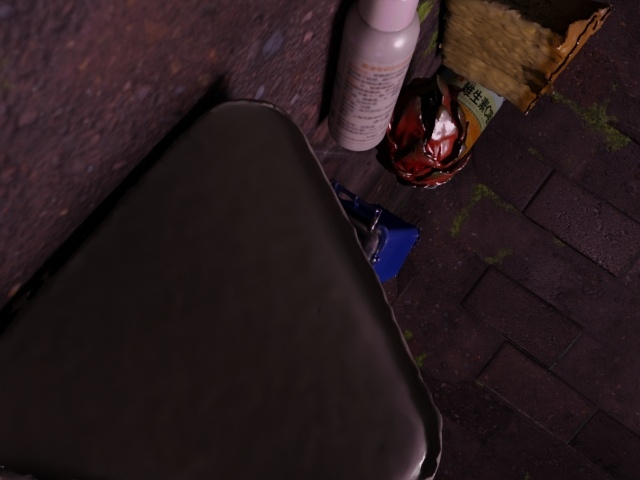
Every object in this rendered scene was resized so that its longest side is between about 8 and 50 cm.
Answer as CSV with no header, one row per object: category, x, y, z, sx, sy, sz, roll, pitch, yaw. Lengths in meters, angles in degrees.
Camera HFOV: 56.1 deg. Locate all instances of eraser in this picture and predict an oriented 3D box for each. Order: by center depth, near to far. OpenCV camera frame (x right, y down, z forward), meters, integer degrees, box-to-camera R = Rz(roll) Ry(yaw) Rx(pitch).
eraser,-0.052,0.096,0.478,0.331,0.331,0.150,-51,171,-17

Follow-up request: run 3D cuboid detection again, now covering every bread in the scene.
bread,0.305,-0.316,1.014,0.315,0.248,0.279,-41,163,-41

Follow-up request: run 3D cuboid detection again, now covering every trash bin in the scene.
trash bin,0.070,-0.001,1.066,0.234,0.162,0.184,-6,127,-58

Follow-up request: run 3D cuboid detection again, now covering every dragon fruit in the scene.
dragon fruit,0.176,-0.187,1.050,0.182,0.182,0.189,-32,118,-67

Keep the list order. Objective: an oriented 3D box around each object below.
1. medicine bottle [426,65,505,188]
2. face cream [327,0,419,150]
medicine bottle,0.287,-0.276,1.330,0.318,0.158,0.158,-52,171,-9
face cream,0.059,-0.199,0.676,0.082,0.082,0.269,-51,171,-21
